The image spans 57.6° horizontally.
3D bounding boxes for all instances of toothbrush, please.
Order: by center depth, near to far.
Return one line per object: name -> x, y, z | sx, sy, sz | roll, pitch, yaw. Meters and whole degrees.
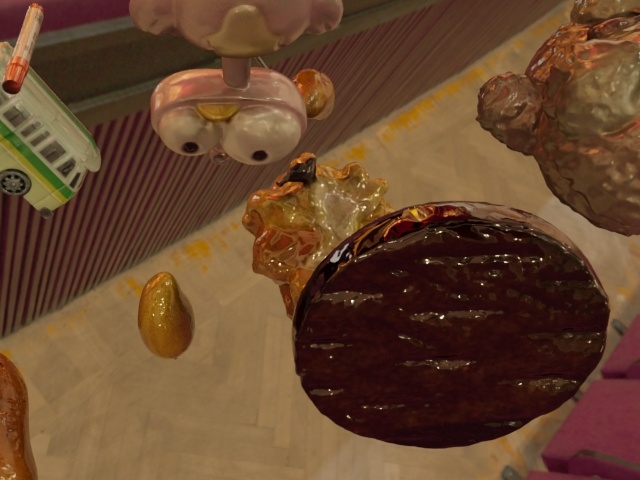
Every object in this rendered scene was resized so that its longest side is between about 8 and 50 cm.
toothbrush -> -0.174, -0.462, 1.356 | 0.019, 0.016, 0.219 | -28, 80, -40

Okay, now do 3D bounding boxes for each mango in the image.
mango -> -0.272, 0.148, 0.438 | 0.105, 0.084, 0.159 | -13, 43, -31
mango -> -0.012, -0.213, 0.852 | 0.077, 0.063, 0.127 | 52, 19, -11
mango -> -0.238, 0.114, 0.897 | 0.076, 0.161, 0.103 | 9, 43, 8

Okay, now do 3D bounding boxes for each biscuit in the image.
biscuit -> 0.163, 0.122, 0.776 | 0.408, 0.407, 0.091 | 25, 31, -17

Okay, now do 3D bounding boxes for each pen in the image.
pen -> -0.445, -0.294, 0.877 | 0.028, 0.028, 0.239 | 12, 42, -25

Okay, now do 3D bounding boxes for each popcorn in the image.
popcorn -> 0.000, 0.000, 1.072 | 0.298, 0.281, 0.315 | 18, 84, 0

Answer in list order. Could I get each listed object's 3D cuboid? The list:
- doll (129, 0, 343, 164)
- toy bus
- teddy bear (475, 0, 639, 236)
doll -> -0.075, -0.153, 0.505 | 0.160, 0.365, 0.094 | -6, 72, -14
toy bus -> -0.511, -0.190, 1.001 | 0.276, 0.165, 0.133 | 55, 7, -38
teddy bear -> 0.235, -0.107, 0.420 | 0.267, 0.236, 0.151 | -65, 143, -53
